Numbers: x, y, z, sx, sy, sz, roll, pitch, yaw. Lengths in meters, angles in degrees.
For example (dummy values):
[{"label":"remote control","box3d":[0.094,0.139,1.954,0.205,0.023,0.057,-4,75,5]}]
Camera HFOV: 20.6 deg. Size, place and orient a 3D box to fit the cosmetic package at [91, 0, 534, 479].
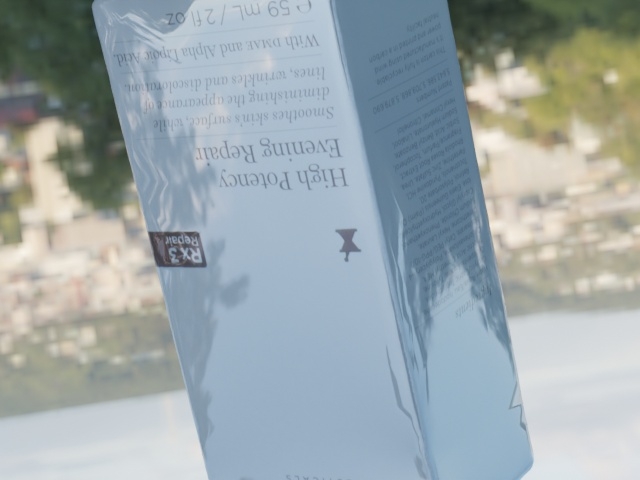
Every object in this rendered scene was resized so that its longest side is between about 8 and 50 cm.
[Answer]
[{"label":"cosmetic package","box3d":[0.000,0.000,0.700,0.117,0.231,0.085,-3,-163,36]}]
